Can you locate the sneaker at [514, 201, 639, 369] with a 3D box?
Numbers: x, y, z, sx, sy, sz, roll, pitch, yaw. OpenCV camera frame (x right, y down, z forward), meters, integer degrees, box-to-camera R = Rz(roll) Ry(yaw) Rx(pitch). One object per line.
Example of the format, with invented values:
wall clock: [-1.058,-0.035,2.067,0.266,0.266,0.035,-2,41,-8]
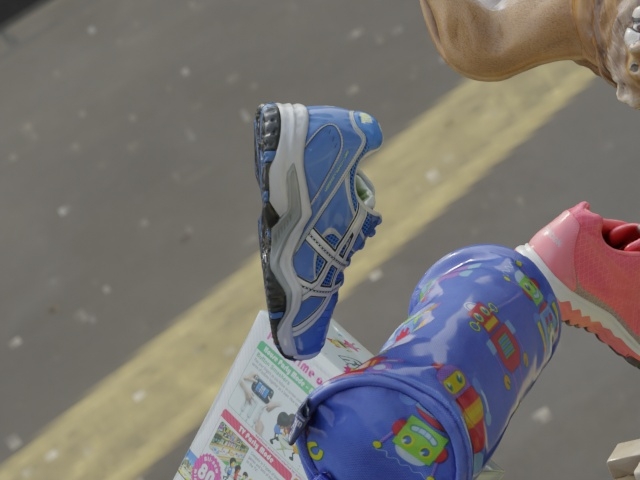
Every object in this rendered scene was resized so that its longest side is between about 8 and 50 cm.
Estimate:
sneaker: [0.353,0.051,2.224,0.136,0.314,0.116,-49,46,14]

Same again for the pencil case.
pencil case: [0.081,0.102,1.360,0.133,0.119,0.306,-39,1,26]

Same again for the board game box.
board game box: [-0.022,0.242,1.520,0.224,0.097,0.303,41,110,38]

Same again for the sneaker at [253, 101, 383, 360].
sneaker: [0.000,0.000,1.281,0.081,0.211,0.080,-5,43,-7]

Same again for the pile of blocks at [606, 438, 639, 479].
pile of blocks: [0.443,0.323,1.934,0.362,0.149,0.112,24,29,16]

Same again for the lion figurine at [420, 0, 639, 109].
lion figurine: [0.233,-0.231,1.958,0.142,0.240,0.392,-7,2,-40]
